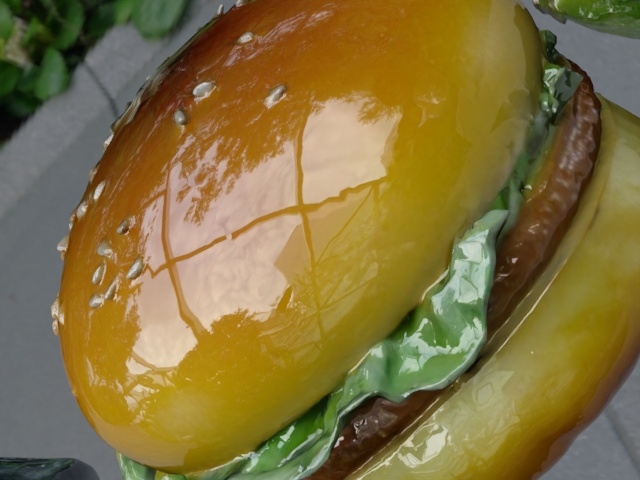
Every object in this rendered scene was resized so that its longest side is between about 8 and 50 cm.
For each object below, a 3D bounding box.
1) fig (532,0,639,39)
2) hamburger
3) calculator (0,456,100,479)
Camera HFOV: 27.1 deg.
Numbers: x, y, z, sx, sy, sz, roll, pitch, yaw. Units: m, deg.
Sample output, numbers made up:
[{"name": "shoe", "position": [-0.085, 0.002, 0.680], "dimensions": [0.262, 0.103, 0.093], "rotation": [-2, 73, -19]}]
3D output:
[{"name": "fig", "position": [0.230, -0.131, 0.679], "dimensions": [0.235, 0.203, 0.203], "rotation": [-21, 61, 19]}, {"name": "hamburger", "position": [0.001, -0.001, 0.490], "dimensions": [0.246, 0.170, 0.246], "rotation": [-43, 15, 14]}, {"name": "calculator", "position": [-0.280, 0.196, 0.955], "dimensions": [0.177, 0.268, 0.040], "rotation": [-3, 94, 18]}]
